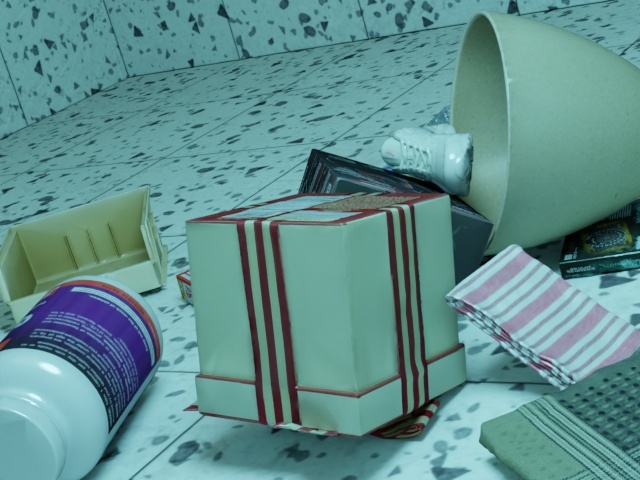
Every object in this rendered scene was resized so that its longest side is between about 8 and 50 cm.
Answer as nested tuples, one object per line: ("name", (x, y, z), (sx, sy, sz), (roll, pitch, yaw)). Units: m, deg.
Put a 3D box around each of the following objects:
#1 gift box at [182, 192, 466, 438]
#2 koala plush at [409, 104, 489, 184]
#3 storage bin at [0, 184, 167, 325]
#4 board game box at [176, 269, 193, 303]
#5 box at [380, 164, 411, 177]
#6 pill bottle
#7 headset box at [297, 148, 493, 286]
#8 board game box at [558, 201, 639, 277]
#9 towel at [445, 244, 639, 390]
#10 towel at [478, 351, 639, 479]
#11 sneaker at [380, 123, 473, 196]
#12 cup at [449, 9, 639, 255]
("gift box", (-0.011, 0.090, 1.371), (0.255, 0.258, 0.276), (2, 12, 41))
("koala plush", (0.230, -0.122, 1.949), (0.196, 0.203, 0.221), (-16, 6, 0))
("storage bin", (-0.404, 0.029, 2.117), (0.262, 0.123, 0.260), (-16, 18, -2))
("board game box", (-0.116, 0.065, 1.885), (0.146, 0.045, 0.193), (-23, 19, -24))
("box", (0.150, -0.095, 2.133), (0.109, 0.042, 0.178), (-29, 22, -35))
("pill bottle", (-0.320, 0.179, 1.506), (0.181, 0.182, 0.323), (-11, 18, 15))
("headset box", (0.091, -0.026, 1.667), (0.218, 0.110, 0.293), (16, 10, -11))
("board game box", (0.396, -0.004, 1.679), (0.126, 0.026, 0.186), (-9, 19, 20))
("towel", (0.254, 0.085, 1.372), (0.197, 0.029, 0.144), (37, 43, 20))
("towel", (0.347, 0.188, 1.144), (0.312, 0.056, 0.324), (-23, 21, -11))
("sneaker", (0.144, -0.112, 1.711), (0.115, 0.090, 0.232), (1, 10, -7))
("cup", (0.325, -0.145, 1.680), (0.236, 0.331, 0.331), (-1, 17, -6))
